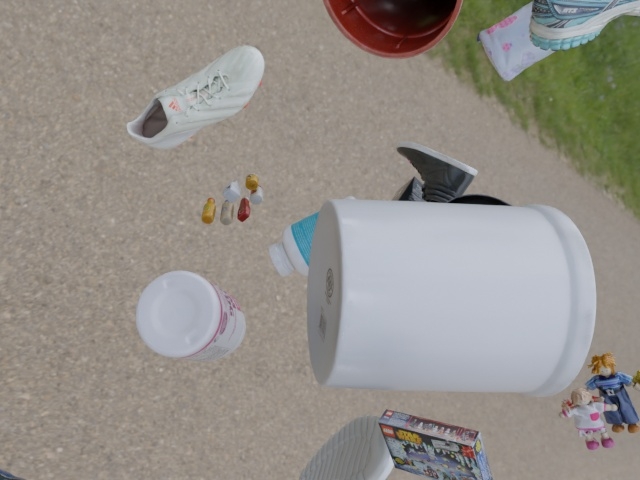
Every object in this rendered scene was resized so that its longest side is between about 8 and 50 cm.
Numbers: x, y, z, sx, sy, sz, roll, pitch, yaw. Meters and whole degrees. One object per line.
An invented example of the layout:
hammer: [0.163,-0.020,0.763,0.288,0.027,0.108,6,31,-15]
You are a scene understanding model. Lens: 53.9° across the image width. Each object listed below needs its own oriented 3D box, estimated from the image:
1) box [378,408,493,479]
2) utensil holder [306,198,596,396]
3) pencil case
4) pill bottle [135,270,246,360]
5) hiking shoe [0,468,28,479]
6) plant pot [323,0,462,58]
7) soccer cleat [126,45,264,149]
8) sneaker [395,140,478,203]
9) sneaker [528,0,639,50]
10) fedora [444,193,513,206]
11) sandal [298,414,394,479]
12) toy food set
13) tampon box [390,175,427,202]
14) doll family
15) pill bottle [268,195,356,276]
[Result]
box: [0.149,0.275,0.822,0.027,0.136,0.094,-45,126,-40]
utensil holder: [0.190,0.089,1.049,0.385,0.328,0.328,4,71,-11]
pencil case: [0.447,-0.419,1.215,0.114,0.273,0.124,64,26,3]
pill bottle: [-0.247,0.162,1.274,0.283,0.160,0.161,66,19,-76]
hiking shoe: [-0.388,0.406,0.896,0.303,0.132,0.113,29,84,-1]
plant pot: [0.175,-0.512,1.156,0.273,0.272,0.265,59,44,-18]
soccer cleat: [-0.151,-0.170,0.767,0.076,0.196,0.068,-1,64,-61]
sneaker: [0.313,-0.194,1.876,0.104,0.295,0.147,17,101,-49]
sneaker: [0.432,-0.384,0.901,0.110,0.282,0.122,57,-3,40]
fedora: [0.379,0.058,1.408,0.152,0.333,0.334,-136,-159,-79]
sandal: [0.067,0.481,1.318,0.102,0.416,0.170,23,52,-16]
toy food set: [-0.260,-0.134,1.955,0.111,0.232,0.105,36,30,-28]
tampon box: [0.267,-0.095,1.970,0.101,0.120,0.161,40,56,-5]
doll family: [0.588,0.288,1.196,0.163,0.262,0.118,65,27,-17]
pill bottle: [0.000,0.000,1.656,0.146,0.263,0.146,62,8,-16]
